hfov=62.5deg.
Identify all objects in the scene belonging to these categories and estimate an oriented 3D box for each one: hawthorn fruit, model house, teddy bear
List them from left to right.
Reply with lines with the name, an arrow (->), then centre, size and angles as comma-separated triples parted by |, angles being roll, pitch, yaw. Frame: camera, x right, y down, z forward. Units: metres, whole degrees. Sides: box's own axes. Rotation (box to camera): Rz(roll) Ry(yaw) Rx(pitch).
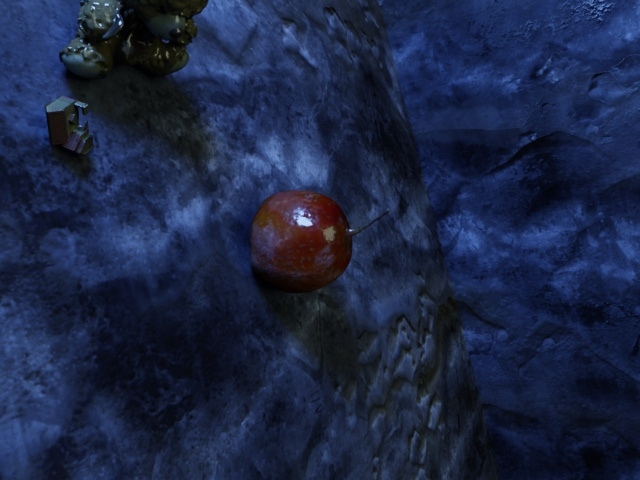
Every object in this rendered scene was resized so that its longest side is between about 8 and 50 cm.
model house -> -0.391, -0.171, 0.817 | 0.058, 0.057, 0.083 | -70, 179, -50
teddy bear -> -0.289, -0.390, 0.893 | 0.267, 0.256, 0.156 | -31, 100, -59
hawthorn fruit -> -0.039, 0.007, 1.164 | 0.231, 0.263, 0.235 | 9, 97, -35
